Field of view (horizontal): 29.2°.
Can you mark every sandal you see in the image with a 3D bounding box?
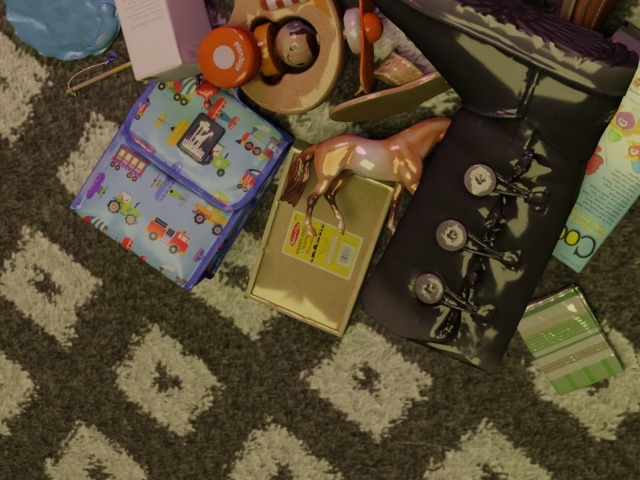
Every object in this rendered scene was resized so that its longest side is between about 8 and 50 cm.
[{"bbox_3d":[0.123,-0.230,1.688,0.240,0.088,0.079,-13,76,17],"label":"sandal"}]

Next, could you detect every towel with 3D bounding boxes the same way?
[{"bbox_3d":[0.358,0.145,1.783,0.113,0.023,0.152,-26,104,29],"label":"towel"}]

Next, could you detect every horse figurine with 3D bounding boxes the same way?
[{"bbox_3d":[0.066,-0.089,1.720,0.263,0.066,0.175,3,98,11],"label":"horse figurine"}]

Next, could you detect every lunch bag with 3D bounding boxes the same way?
[{"bbox_3d":[-0.191,-0.112,1.821,0.221,0.138,0.293,34,102,4],"label":"lunch bag"}]

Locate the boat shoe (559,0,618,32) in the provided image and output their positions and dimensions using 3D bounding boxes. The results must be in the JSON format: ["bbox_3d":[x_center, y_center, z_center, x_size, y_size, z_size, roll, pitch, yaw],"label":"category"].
[{"bbox_3d":[0.381,-0.353,1.509,0.104,0.111,0.307,24,118,10],"label":"boat shoe"}]

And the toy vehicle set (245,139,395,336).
[{"bbox_3d":[0.000,0.000,1.835,0.166,0.035,0.267,24,118,9],"label":"toy vehicle set"}]

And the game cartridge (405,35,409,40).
[{"bbox_3d":[0.145,-0.428,1.564,0.198,0.062,0.297,-22,105,12],"label":"game cartridge"}]

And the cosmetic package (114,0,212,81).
[{"bbox_3d":[-0.223,-0.340,1.693,0.085,0.117,0.231,-17,90,25],"label":"cosmetic package"}]

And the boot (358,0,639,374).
[{"bbox_3d":[0.151,-0.096,1.556,0.367,0.146,0.445,32,122,21],"label":"boot"}]

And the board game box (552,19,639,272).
[{"bbox_3d":[0.366,-0.122,1.594,0.144,0.142,0.275,35,119,5],"label":"board game box"}]

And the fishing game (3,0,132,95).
[{"bbox_3d":[-0.380,-0.353,1.813,0.189,0.041,0.264,-24,115,26],"label":"fishing game"}]

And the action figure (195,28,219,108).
[{"bbox_3d":[-0.159,-0.244,1.756,0.038,0.030,0.115,2,78,3],"label":"action figure"}]

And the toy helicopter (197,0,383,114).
[{"bbox_3d":[-0.006,-0.340,1.646,0.235,0.140,0.355,20,105,18],"label":"toy helicopter"}]
